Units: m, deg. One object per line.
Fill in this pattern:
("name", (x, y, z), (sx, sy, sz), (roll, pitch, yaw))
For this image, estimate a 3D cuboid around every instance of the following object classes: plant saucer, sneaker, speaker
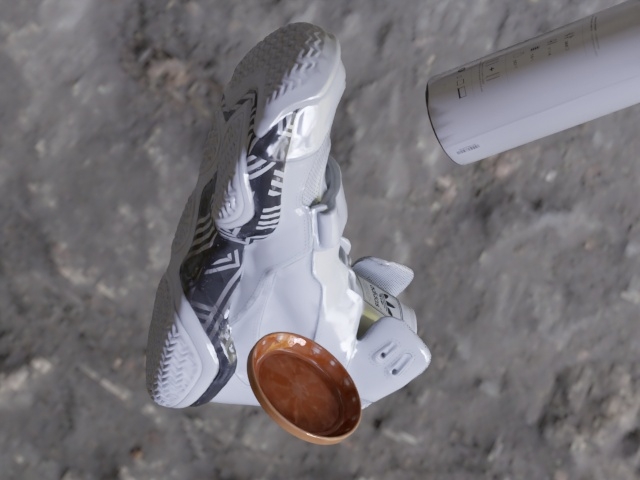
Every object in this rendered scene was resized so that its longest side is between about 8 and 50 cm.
("plant saucer", (-0.012, 0.095, 1.011), (0.083, 0.083, 0.013), (38, 123, -5))
("sneaker", (0.000, 0.000, 1.278), (0.210, 0.137, 0.366), (12, 124, -15))
("speaker", (0.128, -0.087, 0.866), (0.136, 0.055, 0.055), (-20, 118, 27))
